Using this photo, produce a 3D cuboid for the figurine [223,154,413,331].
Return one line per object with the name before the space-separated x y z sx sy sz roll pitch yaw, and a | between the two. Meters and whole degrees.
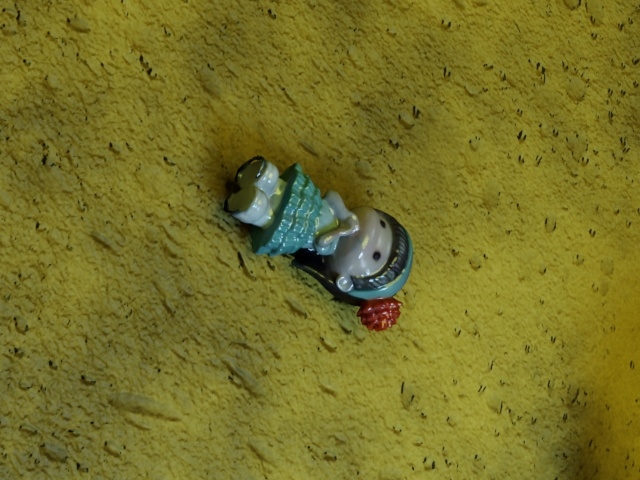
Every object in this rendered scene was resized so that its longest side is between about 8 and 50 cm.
figurine | 0.000 0.000 2.156 0.245 0.110 0.138 30 68 -26
